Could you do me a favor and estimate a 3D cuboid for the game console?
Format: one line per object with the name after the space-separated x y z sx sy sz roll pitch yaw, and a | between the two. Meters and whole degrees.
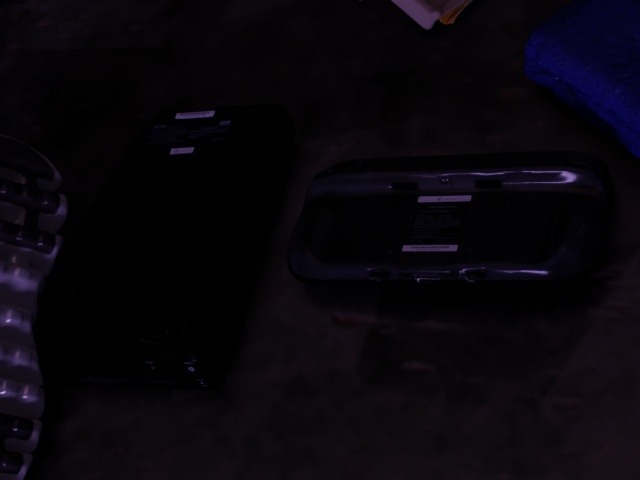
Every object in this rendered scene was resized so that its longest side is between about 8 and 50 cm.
0.000 0.000 0.787 0.361 0.044 0.213 -1 53 23 | game console

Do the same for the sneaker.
-0.241 0.077 0.792 0.118 0.110 0.292 -28 46 46 | sneaker

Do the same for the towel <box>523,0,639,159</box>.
0.306 -0.143 0.766 0.308 0.076 0.228 -32 39 -6 | towel

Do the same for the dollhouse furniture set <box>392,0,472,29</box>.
0.064 -0.210 0.954 0.076 0.059 0.151 -37 66 -20 | dollhouse furniture set
